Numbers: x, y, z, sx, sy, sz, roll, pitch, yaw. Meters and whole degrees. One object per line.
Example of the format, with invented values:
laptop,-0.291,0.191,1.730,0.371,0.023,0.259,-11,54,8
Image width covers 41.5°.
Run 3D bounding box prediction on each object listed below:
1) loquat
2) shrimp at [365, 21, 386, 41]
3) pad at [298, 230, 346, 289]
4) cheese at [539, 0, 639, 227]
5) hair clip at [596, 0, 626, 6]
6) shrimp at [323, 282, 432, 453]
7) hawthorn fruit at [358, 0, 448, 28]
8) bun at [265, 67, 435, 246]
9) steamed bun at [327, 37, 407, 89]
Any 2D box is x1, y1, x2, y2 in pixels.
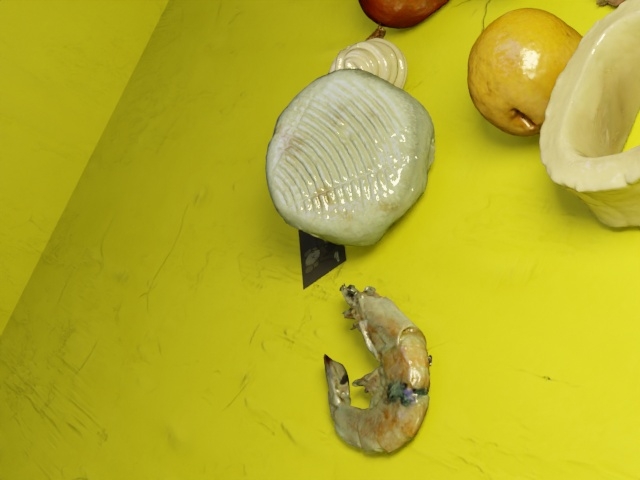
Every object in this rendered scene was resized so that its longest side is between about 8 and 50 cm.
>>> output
loquat,0.340,-0.270,1.367,0.208,0.208,0.208,-31,44,36
shrimp,0.113,-0.407,1.843,0.162,0.045,0.095,117,166,-71
pad,0.000,0.000,1.781,0.127,0.004,0.190,-37,40,31
cheese,0.473,-0.182,1.174,0.292,0.153,0.332,23,86,56
hair clip,0.508,-0.453,1.368,0.090,0.137,0.278,-35,24,-28
shrimp,0.081,0.210,1.471,0.247,0.085,0.360,-51,38,25
hawthorn fruit,0.170,-0.549,1.793,0.261,0.224,0.224,125,155,-56
bun,0.057,-0.150,1.629,0.355,0.194,0.354,-6,74,23
steamed bun,0.100,-0.330,1.760,0.183,0.183,0.106,-46,57,21
